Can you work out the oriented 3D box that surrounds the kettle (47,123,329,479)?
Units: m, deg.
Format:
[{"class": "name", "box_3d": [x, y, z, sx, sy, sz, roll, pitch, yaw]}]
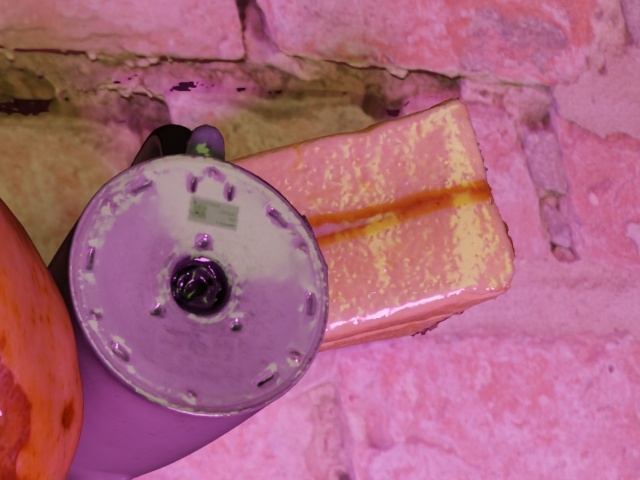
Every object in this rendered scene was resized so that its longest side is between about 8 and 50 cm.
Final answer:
[{"class": "kettle", "box_3d": [-0.112, 0.042, 1.007, 0.165, 0.255, 0.240, 10, 66, -18]}]

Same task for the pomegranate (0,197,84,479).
[{"class": "pomegranate", "box_3d": [-0.328, 0.080, 0.792, 0.411, 0.411, 0.411, 14, 64, -29]}]

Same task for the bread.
[{"class": "bread", "box_3d": [-0.004, 0.001, 1.162, 0.264, 0.163, 0.168, -10, 78, -36]}]
